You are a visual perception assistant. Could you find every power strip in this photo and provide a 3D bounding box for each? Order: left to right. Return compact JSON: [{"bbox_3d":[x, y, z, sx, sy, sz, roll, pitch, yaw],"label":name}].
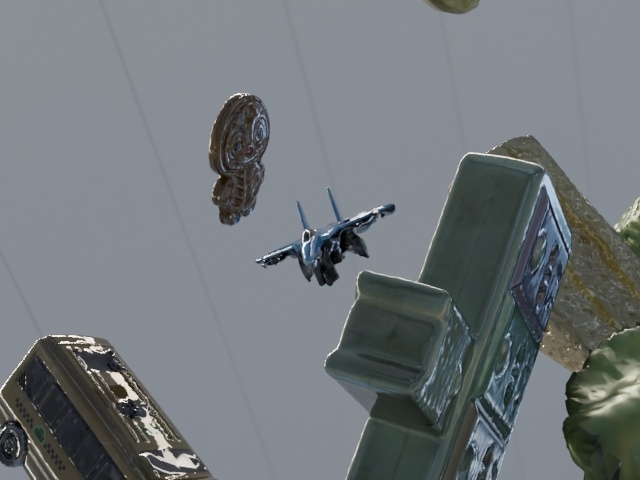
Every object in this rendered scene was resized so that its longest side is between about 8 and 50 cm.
[{"bbox_3d":[0.042,0.060,0.476,0.216,0.061,0.145,-69,-26,-18],"label":"power strip"}]

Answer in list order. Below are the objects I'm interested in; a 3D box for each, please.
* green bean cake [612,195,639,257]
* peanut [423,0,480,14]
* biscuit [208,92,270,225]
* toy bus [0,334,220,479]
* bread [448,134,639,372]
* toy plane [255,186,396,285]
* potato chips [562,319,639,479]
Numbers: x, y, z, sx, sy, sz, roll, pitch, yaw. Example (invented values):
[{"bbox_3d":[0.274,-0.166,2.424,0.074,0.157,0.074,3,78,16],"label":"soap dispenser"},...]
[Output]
[{"bbox_3d":[0.465,0.019,1.329,0.124,0.248,0.222,-21,-98,-22],"label":"green bean cake"},{"bbox_3d":[0.125,-0.364,1.364,0.098,0.090,0.214,-28,-94,-45],"label":"peanut"},{"bbox_3d":[-0.100,-0.104,1.479,0.124,0.026,0.175,-38,-42,-51],"label":"biscuit"},{"bbox_3d":[-0.236,0.243,1.289,0.139,0.289,0.157,11,-61,-52],"label":"toy bus"},{"bbox_3d":[0.154,0.016,0.689,0.077,0.152,0.105,-30,-52,-26],"label":"bread"},{"bbox_3d":[0.003,0.007,1.227,0.169,0.246,0.078,-22,-76,7],"label":"toy plane"},{"bbox_3d":[0.287,0.156,0.494,0.429,0.358,0.070,-4,-41,-49],"label":"potato chips"}]
